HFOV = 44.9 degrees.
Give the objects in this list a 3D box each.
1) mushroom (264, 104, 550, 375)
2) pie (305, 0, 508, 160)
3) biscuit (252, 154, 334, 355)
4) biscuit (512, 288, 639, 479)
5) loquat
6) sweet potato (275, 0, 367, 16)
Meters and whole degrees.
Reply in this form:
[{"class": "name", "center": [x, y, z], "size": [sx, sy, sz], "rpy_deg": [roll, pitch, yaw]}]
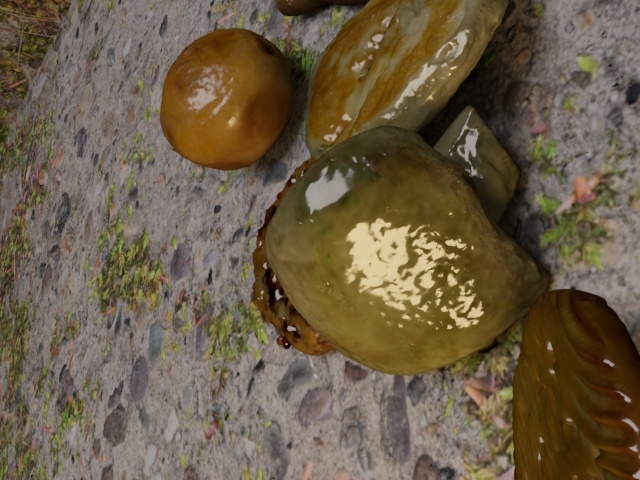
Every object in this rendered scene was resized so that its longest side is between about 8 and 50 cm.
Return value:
[{"class": "mushroom", "center": [0.089, 0.015, 0.798], "size": [0.292, 0.212, 0.217], "rpy_deg": [-32, 61, 11]}, {"class": "pie", "center": [0.096, -0.223, 0.935], "size": [0.339, 0.077, 0.339], "rpy_deg": [-38, 32, 30]}, {"class": "biscuit", "center": [0.000, 0.004, 1.045], "size": [0.334, 0.081, 0.289], "rpy_deg": [-26, 57, 48]}, {"class": "biscuit", "center": [0.195, 0.193, 0.590], "size": [0.318, 0.040, 0.318], "rpy_deg": [178, 90, -89]}, {"class": "loquat", "center": [-0.150, -0.226, 1.232], "size": [0.238, 0.193, 0.238], "rpy_deg": [-10, 76, 49]}, {"class": "sweet potato", "center": [0.030, -0.380, 1.157], "size": [0.281, 0.059, 0.067], "rpy_deg": [12, 76, 54]}]
